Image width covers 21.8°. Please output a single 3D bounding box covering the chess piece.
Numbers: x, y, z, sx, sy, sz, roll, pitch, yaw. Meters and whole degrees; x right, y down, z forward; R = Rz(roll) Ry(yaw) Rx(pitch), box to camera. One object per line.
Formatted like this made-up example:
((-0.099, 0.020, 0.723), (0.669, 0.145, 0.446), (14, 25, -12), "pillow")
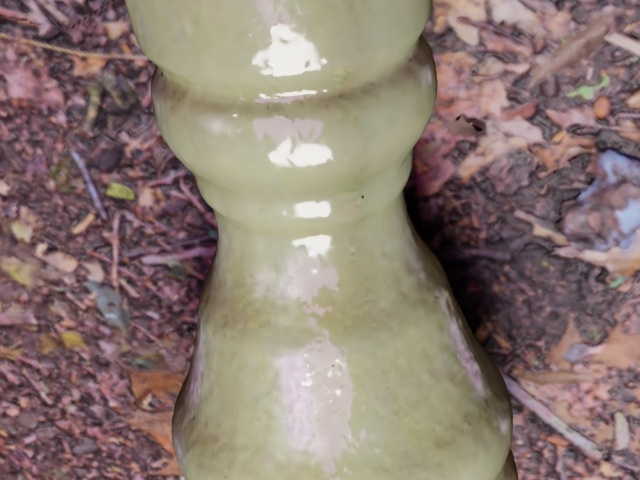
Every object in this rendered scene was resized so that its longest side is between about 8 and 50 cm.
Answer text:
((0.000, 0.000, 1.054), (0.234, 0.234, 0.442), (0, 118, 13), "chess piece")
